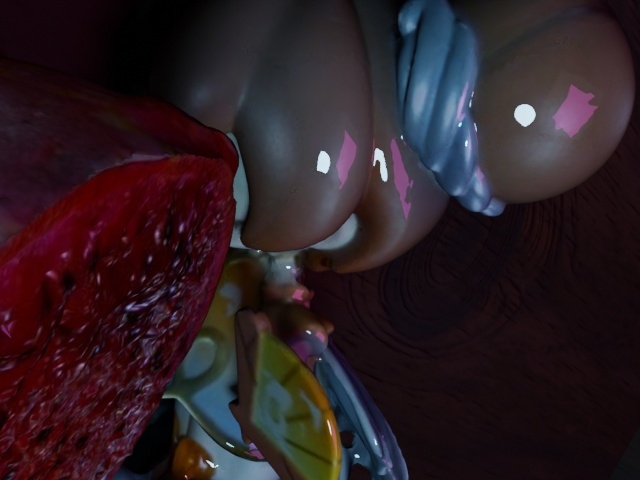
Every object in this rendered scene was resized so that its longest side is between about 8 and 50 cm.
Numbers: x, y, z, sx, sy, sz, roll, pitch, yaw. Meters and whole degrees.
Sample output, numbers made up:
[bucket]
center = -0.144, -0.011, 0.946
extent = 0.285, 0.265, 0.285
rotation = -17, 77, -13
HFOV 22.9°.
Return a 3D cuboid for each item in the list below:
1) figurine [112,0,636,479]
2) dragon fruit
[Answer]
[figurine]
center = 0.000, 0.001, 0.939
extent = 0.248, 0.276, 0.388
rotation = -3, 118, -31
[dragon fruit]
center = -0.218, 0.063, 0.630
extent = 0.386, 0.249, 0.371
rotation = -53, 167, -8
